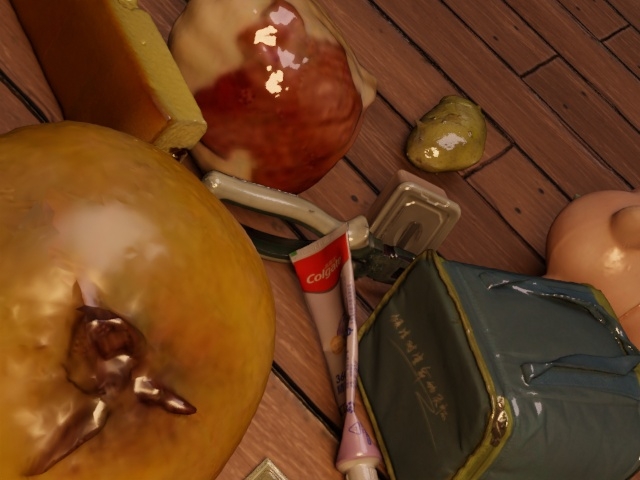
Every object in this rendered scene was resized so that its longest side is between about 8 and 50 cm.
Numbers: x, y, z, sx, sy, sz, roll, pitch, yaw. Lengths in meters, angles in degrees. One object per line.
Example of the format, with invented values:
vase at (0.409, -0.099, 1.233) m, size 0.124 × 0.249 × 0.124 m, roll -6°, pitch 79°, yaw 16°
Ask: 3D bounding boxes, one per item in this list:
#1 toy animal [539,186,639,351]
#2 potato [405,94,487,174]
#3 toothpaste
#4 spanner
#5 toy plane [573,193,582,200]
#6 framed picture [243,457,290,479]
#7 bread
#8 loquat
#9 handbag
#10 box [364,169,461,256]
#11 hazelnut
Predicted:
toy animal at (0.420, 0.081, 1.618) m, size 0.269 × 0.237 × 0.326 m, roll 21°, pitch 41°, yaw -43°
potato at (0.179, -0.145, 1.733) m, size 0.105 × 0.085 × 0.188 m, roll 17°, pitch 32°, yaw 5°
toothpaste at (0.022, 0.125, 1.286) m, size 0.048 × 0.075 × 0.301 m, roll 8°, pitch 55°, yaw -28°
spanner at (0.000, 0.000, 1.395) m, size 0.325 × 0.095 × 0.040 m, roll 19°, pitch 40°, yaw -27°
toy plane at (0.405, -0.036, 1.864) m, size 0.080 × 0.033 × 0.083 m, roll -10°, pitch 52°, yaw -47°
framed picture at (-0.011, 0.318, 1.115) m, size 0.231 × 0.010 × 0.173 m, roll 44°, pitch 35°, yaw 5°
bread at (-0.247, -0.218, 1.367) m, size 0.077 × 0.138 × 0.361 m, roll 0°, pitch 52°, yaw -45°
loquat at (-0.204, 0.067, 0.978) m, size 0.328 × 0.328 × 0.359 m, roll 20°, pitch -3°, yaw -27°
handbag at (0.192, 0.158, 1.300) m, size 0.241 × 0.222 × 0.263 m, roll 11°, pitch 44°, yaw -28°
box at (0.100, -0.021, 1.497) m, size 0.089 × 0.122 × 0.062 m, roll 24°, pitch 27°, yaw -22°
hazelnut at (-0.053, -0.178, 1.409) m, size 0.241 × 0.261 × 0.261 m, roll -10°, pitch 51°, yaw -5°
